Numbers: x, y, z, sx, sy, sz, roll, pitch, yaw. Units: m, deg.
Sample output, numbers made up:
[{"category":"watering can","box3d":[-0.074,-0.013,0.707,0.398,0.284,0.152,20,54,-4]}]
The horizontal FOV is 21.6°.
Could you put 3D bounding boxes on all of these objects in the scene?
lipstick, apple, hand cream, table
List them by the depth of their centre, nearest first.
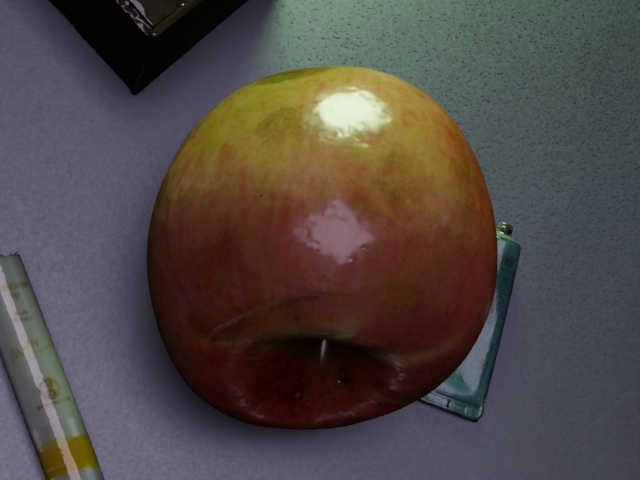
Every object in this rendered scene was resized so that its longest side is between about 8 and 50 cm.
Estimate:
[{"category":"apple","box3d":[0.000,0.000,1.700,0.364,0.364,0.364,3,77,-13]},{"category":"lipstick","box3d":[-0.295,0.144,1.749,0.059,0.059,0.264,-19,82,-16]},{"category":"table","box3d":[-0.194,-0.361,1.816,0.250,0.196,0.282,-41,89,-17]},{"category":"hand cream","box3d":[0.177,0.086,1.886,0.083,0.048,0.224,21,80,-7]}]
